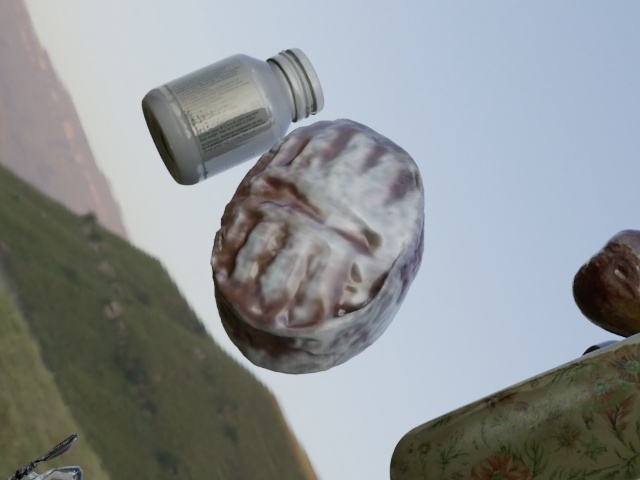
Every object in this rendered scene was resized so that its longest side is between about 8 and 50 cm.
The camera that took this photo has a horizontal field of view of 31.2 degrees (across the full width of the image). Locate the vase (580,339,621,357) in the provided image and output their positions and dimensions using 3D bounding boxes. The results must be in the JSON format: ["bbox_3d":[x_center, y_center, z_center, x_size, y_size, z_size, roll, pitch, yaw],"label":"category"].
[{"bbox_3d":[0.540,0.250,2.008,0.183,0.120,0.120,27,-2,-19],"label":"vase"}]

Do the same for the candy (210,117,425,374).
[{"bbox_3d":[0.000,0.000,1.247,0.214,0.289,0.157,20,-29,15],"label":"candy"}]

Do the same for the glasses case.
[{"bbox_3d":[0.281,0.225,1.309,0.098,0.425,0.156,42,26,-62],"label":"glasses case"}]

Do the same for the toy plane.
[{"bbox_3d":[-0.369,0.326,1.427,0.078,0.197,0.053,57,-10,1],"label":"toy plane"}]

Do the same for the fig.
[{"bbox_3d":[0.539,0.107,1.825,0.274,0.170,0.145,39,-6,8],"label":"fig"}]

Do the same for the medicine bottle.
[{"bbox_3d":[-0.110,-0.169,1.482,0.135,0.215,0.135,58,-15,25],"label":"medicine bottle"}]
